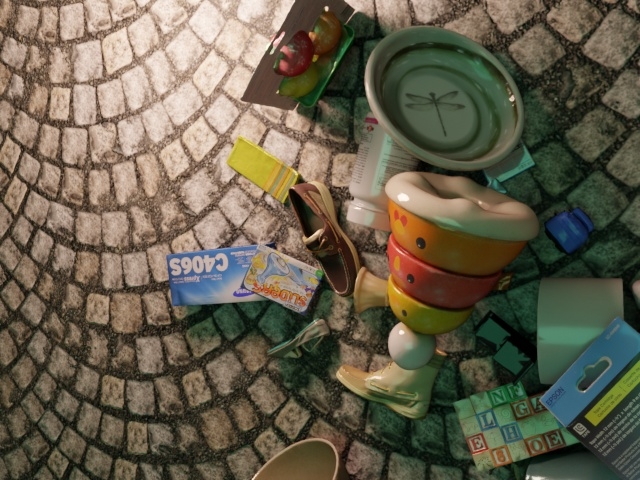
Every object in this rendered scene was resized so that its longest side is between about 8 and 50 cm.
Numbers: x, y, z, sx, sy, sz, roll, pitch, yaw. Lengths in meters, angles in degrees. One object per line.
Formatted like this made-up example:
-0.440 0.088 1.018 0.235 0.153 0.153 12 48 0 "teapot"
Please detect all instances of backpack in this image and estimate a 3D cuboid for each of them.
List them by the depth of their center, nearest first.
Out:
0.573 -0.028 1.437 0.101 0.120 0.098 -46 74 20 "backpack"

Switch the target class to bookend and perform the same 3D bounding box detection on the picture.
0.437 0.254 1.496 0.156 0.157 0.072 40 107 17 "bookend"

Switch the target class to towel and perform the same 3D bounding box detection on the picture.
-0.171 -0.209 1.822 0.237 0.021 0.102 35 106 19 "towel"

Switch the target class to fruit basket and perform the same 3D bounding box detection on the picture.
-0.058 -0.484 1.572 0.165 0.353 0.327 38 108 17 "fruit basket"

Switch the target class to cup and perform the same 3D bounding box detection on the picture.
-0.027 0.743 1.682 0.331 0.331 0.237 -28 108 23 "cup"

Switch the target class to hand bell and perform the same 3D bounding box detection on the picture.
0.220 0.144 1.619 0.242 0.126 0.126 6 96 18 "hand bell"

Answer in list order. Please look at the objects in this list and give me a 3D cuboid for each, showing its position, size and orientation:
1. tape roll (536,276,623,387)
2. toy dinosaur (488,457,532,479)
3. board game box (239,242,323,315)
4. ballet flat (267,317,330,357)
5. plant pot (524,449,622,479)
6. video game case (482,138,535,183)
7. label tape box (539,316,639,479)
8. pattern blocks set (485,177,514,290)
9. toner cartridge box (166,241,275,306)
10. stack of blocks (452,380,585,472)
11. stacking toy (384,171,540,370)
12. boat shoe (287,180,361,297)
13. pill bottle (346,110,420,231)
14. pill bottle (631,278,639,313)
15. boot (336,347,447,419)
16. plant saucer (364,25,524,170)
0.579 0.203 1.381 0.169 0.246 0.245 0 93 25 "tape roll"
0.481 0.544 1.552 0.118 0.064 0.267 0 89 21 "toy dinosaur"
-0.108 0.109 1.747 0.201 0.035 0.136 23 90 -3 "board game box"
-0.062 0.299 1.776 0.213 0.072 0.068 -36 83 22 "ballet flat"
0.603 0.594 1.394 0.255 0.272 0.271 1 94 35 "plant pot"
0.440 -0.231 1.544 0.119 0.015 0.166 -30 81 24 "video game case"
0.650 0.345 1.202 0.348 0.115 0.249 44 114 26 "label tape box"
0.375 0.011 1.578 0.325 0.026 0.285 -34 80 25 "pattern blocks set"
-0.295 0.104 1.868 0.348 0.075 0.165 -7 92 25 "toner cartridge box"
0.491 0.422 1.485 0.297 0.087 0.171 -23 71 14 "stack of blocks"
0.271 0.102 1.452 0.351 0.351 0.479 22 111 22 "stacking toy"
0.000 0.000 1.684 0.123 0.123 0.341 -25 80 42 "boat shoe"
0.164 -0.175 1.593 0.161 0.160 0.282 18 100 23 "pill bottle"
0.826 0.249 1.278 0.229 0.229 0.407 -21 85 24 "pill bottle"
0.186 0.334 1.649 0.262 0.095 0.203 22 102 20 "boot"
0.283 -0.323 1.476 0.400 0.401 0.100 55 154 12 "plant saucer"
